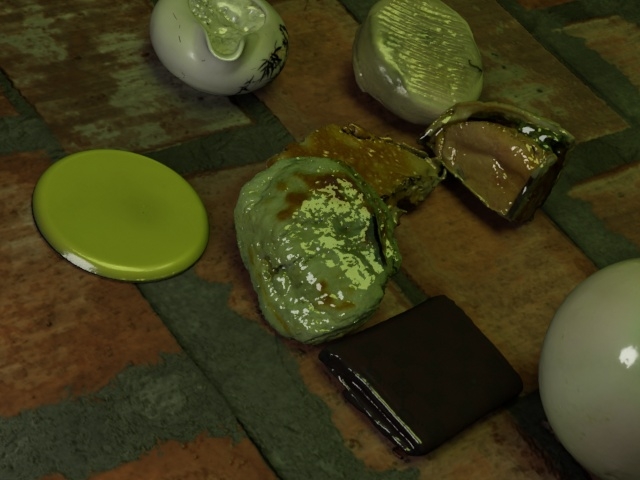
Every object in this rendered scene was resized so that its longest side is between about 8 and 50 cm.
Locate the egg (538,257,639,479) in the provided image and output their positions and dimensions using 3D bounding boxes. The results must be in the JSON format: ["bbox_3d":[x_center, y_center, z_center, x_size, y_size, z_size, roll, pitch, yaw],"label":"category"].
[{"bbox_3d":[0.401,0.156,1.525,0.283,0.345,0.283,-5,67,11],"label":"egg"}]

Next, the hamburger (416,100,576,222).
[{"bbox_3d":[0.264,-0.139,1.905,0.207,0.155,0.135,36,22,26],"label":"hamburger"}]

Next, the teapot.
[{"bbox_3d":[-0.148,-0.325,1.904,0.208,0.166,0.300,4,54,-4],"label":"teapot"}]

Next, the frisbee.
[{"bbox_3d":[-0.254,-0.037,1.654,0.235,0.017,0.236,13,42,-12],"label":"frisbee"}]

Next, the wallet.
[{"bbox_3d":[0.132,0.164,1.602,0.229,0.049,0.182,-22,59,-41],"label":"wallet"}]

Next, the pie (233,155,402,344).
[{"bbox_3d":[0.000,0.000,1.614,0.201,0.090,0.248,-19,68,-5],"label":"pie"}]

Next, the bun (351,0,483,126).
[{"bbox_3d":[0.145,-0.277,2.012,0.209,0.116,0.237,7,59,-22],"label":"bun"}]

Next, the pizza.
[{"bbox_3d":[0.054,-0.086,1.804,0.189,0.071,0.297,44,44,22],"label":"pizza"}]
